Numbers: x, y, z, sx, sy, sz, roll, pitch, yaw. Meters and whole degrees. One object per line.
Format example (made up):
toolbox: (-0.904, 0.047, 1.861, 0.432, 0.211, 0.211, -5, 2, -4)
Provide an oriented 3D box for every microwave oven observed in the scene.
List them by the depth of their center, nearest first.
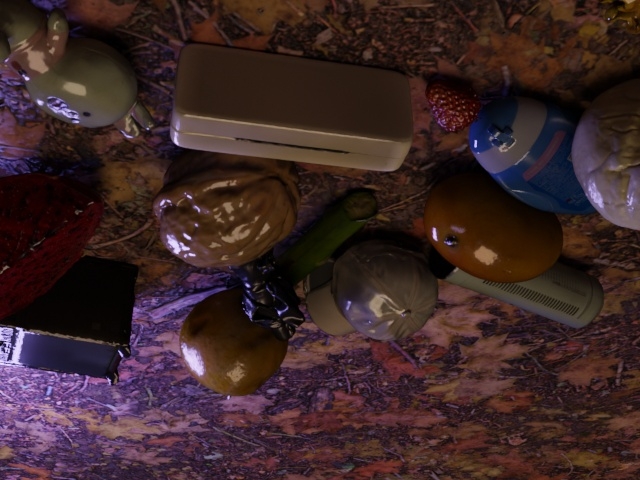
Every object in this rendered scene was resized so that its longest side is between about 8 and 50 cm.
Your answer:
microwave oven: (-0.470, 0.141, 1.552, 0.247, 0.178, 0.188, 13, 141, -19)

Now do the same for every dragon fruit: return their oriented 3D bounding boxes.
dragon fruit: (-0.493, 0.003, 1.359, 0.317, 0.152, 0.205, -40, 169, -7)

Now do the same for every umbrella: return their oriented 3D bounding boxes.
umbrella: (-0.102, 0.068, 1.446, 0.122, 0.110, 0.272, -10, 126, 19)

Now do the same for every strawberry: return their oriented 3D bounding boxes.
strawberry: (0.181, -0.190, 1.172, 0.073, 0.073, 0.083, -26, 115, 33)

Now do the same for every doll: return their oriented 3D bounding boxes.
doll: (-0.328, -0.222, 1.081, 0.155, 0.113, 0.275, -19, 150, 40)

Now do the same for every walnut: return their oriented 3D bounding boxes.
walnut: (-0.138, -0.057, 1.250, 0.245, 0.198, 0.198, -15, 144, 34)

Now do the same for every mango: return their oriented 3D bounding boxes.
mango: (0.279, -0.014, 1.334, 0.254, 0.175, 0.139, 15, 142, -23)

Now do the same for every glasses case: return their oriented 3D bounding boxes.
glasses case: (-0.037, -0.175, 1.128, 0.313, 0.131, 0.070, 5, 146, -10)

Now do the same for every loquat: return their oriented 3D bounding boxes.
loquat: (-0.164, 0.192, 1.615, 0.213, 0.213, 0.213, -1, 146, 0)

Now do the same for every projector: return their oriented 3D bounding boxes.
projector: (0.351, 0.065, 1.516, 0.337, 0.108, 0.108, 20, 141, -27)

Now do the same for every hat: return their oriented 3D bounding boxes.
hat: (0.087, 0.111, 1.541, 0.232, 0.161, 0.275, 24, 142, -26)

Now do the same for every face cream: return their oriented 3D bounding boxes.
face cream: (0.322, -0.124, 1.243, 0.264, 0.083, 0.149, 24, 115, -32)

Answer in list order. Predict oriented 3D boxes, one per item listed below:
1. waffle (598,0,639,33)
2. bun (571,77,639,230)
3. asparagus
waffle: (0.445, -0.322, 0.994, 0.229, 0.051, 0.231, 14, 144, -26)
bun: (0.459, -0.122, 1.137, 0.229, 0.229, 0.145, 7, 156, -11)
asparagus: (0.000, 0.002, 1.453, 0.067, 0.060, 0.278, 44, 136, -1)
